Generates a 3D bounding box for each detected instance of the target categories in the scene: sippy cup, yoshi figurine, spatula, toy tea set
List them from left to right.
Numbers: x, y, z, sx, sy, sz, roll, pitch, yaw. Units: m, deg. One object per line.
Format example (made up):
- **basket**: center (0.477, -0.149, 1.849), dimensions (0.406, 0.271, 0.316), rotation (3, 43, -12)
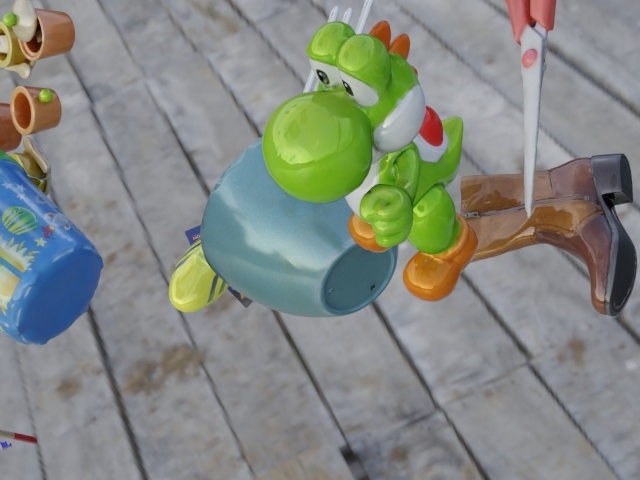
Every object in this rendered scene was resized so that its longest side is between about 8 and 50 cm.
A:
- **toy tea set**: center (-0.472, -0.217, 1.928), dimensions (0.124, 0.336, 0.200), rotation (-11, 41, -39)
- **sippy cup**: center (-0.433, 0.022, 1.812), dimensions (0.224, 0.240, 0.305), rotation (33, 30, 23)
- **spatula**: center (0.010, -0.206, 1.736), dimensions (0.168, 0.019, 0.242), rotation (4, 73, 69)
- **yoshi figurine**: center (0.037, -0.066, 1.350), dimensions (0.203, 0.362, 0.203), rotation (-7, 56, 16)

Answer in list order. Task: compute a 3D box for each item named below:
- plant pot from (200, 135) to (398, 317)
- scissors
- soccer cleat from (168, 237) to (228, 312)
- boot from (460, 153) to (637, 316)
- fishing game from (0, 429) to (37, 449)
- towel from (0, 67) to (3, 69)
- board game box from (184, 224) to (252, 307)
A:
- **plant pot**: center (0.000, 0.000, 1.889), dimensions (0.290, 0.290, 0.195), rotation (-34, 50, -13)
- **scissors**: center (0.175, -0.164, 1.040), dimensions (0.109, 0.021, 0.297), rotation (-36, 45, 40)
- **soccer cleat**: center (-0.142, -0.006, 2.099), dimensions (0.093, 0.121, 0.289), rotation (38, 64, 9)
- **boot**: center (0.331, 0.002, 1.995), dimensions (0.280, 0.096, 0.264), rotation (-9, 71, 29)
- **fishing game**: center (-0.450, 0.285, 1.453), dimensions (0.264, 0.189, 0.041), rotation (-34, 63, 11)
- **towel**: center (-0.503, -0.309, 2.110), dimensions (0.060, 0.083, 0.009), rotation (-6, 53, 0)
- **board game box**: center (-0.116, 0.025, 2.281), dimensions (0.194, 0.194, 0.060), rotation (-22, 52, -5)
